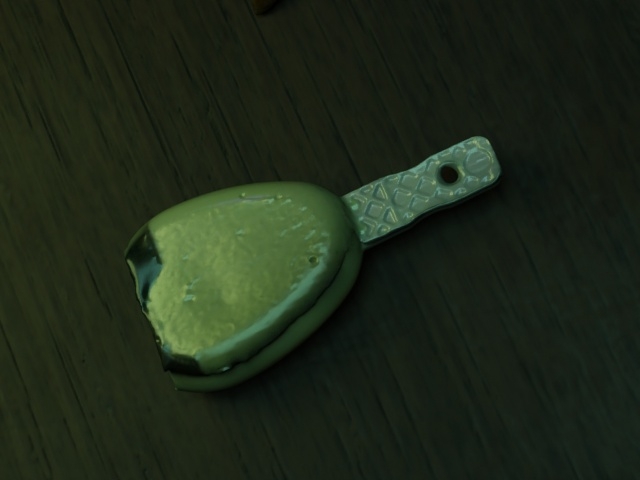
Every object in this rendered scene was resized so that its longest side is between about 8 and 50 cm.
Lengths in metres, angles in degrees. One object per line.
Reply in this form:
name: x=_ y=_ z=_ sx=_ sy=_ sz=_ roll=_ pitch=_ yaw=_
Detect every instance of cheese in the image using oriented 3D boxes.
cheese: x=0.000 y=0.000 z=1.264 sx=0.252 sy=0.054 sz=0.127 roll=-25 pitch=72 yaw=8

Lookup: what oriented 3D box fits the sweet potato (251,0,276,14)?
sweet potato: x=0.044 y=-0.249 z=1.308 sx=0.255 sy=0.058 sz=0.078 roll=-31 pitch=92 yaw=11
